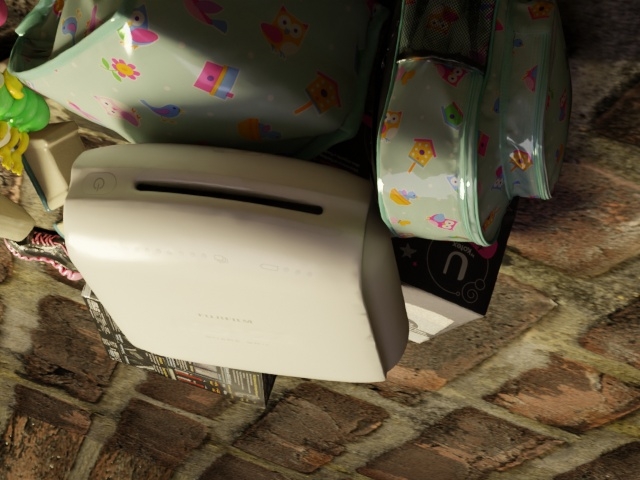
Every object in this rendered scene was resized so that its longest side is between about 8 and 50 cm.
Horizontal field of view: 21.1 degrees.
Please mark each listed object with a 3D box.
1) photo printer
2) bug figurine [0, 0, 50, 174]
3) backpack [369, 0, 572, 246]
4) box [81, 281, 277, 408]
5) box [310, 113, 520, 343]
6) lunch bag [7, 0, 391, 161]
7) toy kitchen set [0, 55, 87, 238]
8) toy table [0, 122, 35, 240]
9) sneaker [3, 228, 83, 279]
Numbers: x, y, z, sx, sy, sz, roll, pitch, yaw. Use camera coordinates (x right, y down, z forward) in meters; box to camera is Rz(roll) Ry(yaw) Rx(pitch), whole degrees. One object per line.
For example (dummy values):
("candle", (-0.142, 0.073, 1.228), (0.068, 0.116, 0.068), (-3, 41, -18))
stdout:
("photo printer", (-0.063, 0.018, 1.387), (0.256, 0.107, 0.307), (7, 160, 9))
("bug figurine", (-0.314, -0.182, 1.445), (0.072, 0.279, 0.216), (-33, 154, 11))
("backpack", (0.109, -0.090, 1.253), (0.144, 0.188, 0.166), (14, 160, 16))
("box", (-0.180, 0.123, 2.304), (0.242, 0.076, 0.307), (17, 161, 7))
("box", (0.033, -0.018, 1.600), (0.247, 0.142, 0.163), (24, 160, -12))
("lunch bag", (-0.109, -0.144, 1.368), (0.223, 0.160, 0.262), (27, 154, -24))
("toy kitchen set", (-0.235, -0.110, 1.736), (0.122, 0.166, 0.207), (-9, 110, 54))
("toy table", (-0.395, -0.072, 1.614), (0.161, 0.274, 0.252), (46, -155, 27))
("sneaker", (-0.347, 0.005, 2.208), (0.119, 0.047, 0.057), (23, 142, -15))
